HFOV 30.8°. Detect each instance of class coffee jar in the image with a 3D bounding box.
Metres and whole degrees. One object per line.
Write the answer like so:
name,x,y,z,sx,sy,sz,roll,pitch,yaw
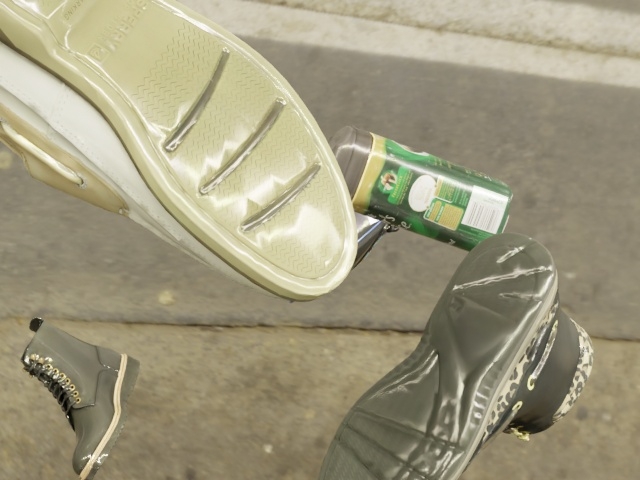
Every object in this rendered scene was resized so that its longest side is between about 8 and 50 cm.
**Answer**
coffee jar,0.088,-0.050,1.135,0.184,0.096,0.079,20,97,-8

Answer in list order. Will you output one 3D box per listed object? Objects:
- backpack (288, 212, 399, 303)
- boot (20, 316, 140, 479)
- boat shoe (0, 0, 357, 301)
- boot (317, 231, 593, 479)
backpack,0.000,0.000,1.493,0.158,0.173,0.117,-39,84,-24
boot,-0.291,0.179,1.314,0.137,0.198,0.077,29,114,-15
boat shoe,-0.109,-0.074,0.648,0.302,0.103,0.113,44,53,-7
boot,0.106,0.125,0.808,0.236,0.085,0.178,-56,148,-5
